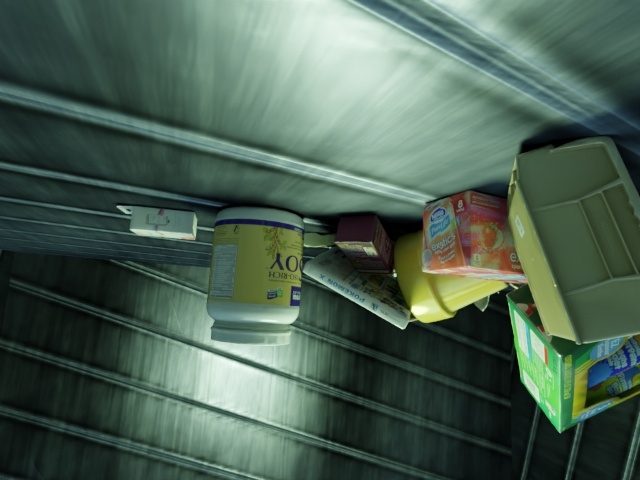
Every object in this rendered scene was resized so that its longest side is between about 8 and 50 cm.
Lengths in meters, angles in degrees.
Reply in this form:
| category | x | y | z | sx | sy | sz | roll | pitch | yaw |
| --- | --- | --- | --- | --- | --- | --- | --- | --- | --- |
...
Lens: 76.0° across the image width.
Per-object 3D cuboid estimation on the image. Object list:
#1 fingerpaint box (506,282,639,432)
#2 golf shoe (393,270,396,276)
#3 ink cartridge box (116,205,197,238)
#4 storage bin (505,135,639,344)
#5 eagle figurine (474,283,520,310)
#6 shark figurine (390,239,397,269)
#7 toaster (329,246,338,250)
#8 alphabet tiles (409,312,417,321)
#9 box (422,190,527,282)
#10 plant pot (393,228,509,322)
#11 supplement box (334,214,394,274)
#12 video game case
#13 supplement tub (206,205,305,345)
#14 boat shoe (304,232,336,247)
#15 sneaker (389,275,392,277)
| category | x | y | z | sx | sy | sz | roll | pitch | yaw |
| --- | --- | --- | --- | --- | --- | --- | --- | --- | --- |
| fingerpaint box | 0.631 | 0.200 | 0.882 | 0.370 | 0.163 | 0.445 | -29 | 133 | 3 |
| golf shoe | 0.281 | 0.082 | 1.506 | 0.198 | 0.094 | 0.077 | -14 | 178 | -10 |
| ink cartridge box | -0.449 | -0.047 | 1.132 | 0.198 | 0.067 | 0.115 | 6 | 171 | -12 |
| storage bin | 0.379 | 0.013 | 0.616 | 0.123 | 0.261 | 0.262 | -18 | 164 | 18 |
| eagle figurine | 0.507 | 0.096 | 1.339 | 0.226 | 0.226 | 0.298 | 9 | -172 | 44 |
| shark figurine | 0.234 | 0.019 | 1.310 | 0.116 | 0.166 | 0.278 | -29 | 138 | 24 |
| toaster | 0.131 | 0.082 | 1.555 | 0.146 | 0.129 | 0.226 | -9 | 162 | 40 |
| alphabet tiles | 0.203 | 0.159 | 1.285 | 0.285 | 0.011 | 0.342 | 35 | -164 | 32 |
| box | 0.378 | 0.003 | 0.873 | 0.299 | 0.154 | 0.142 | 9 | 168 | -24 |
| plant pot | 0.361 | 0.073 | 1.106 | 0.238 | 0.254 | 0.254 | -21 | 160 | 30 |
| supplement box | 0.125 | 0.016 | 1.093 | 0.104 | 0.081 | 0.188 | -1 | 150 | 28 |
| video game case | 0.128 | 0.121 | 1.192 | 0.299 | 0.036 | 0.329 | 29 | -167 | 11 |
| supplement tub | -0.169 | 0.095 | 1.077 | 0.240 | 0.332 | 0.241 | 3 | 171 | 0 |
| boat shoe | 0.000 | 0.002 | 1.331 | 0.132 | 0.049 | 0.042 | -1 | 163 | -2 |
| sneaker | 0.259 | 0.108 | 1.756 | 0.130 | 0.109 | 0.286 | 7 | 171 | 16 |
